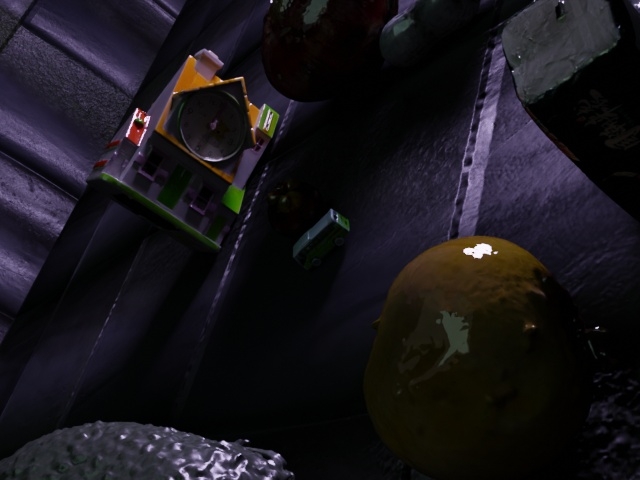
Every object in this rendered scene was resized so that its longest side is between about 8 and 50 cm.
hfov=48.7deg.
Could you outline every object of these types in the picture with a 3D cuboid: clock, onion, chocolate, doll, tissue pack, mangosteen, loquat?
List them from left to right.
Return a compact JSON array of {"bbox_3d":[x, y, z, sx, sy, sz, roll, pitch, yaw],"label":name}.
[{"bbox_3d":[-0.181,0.291,0.669,0.349,0.247,0.247,-16,44,31],"label":"doll"},{"bbox_3d":[-0.217,-0.169,1.231,0.166,0.235,0.310,2,61,59],"label":"clock"},{"bbox_3d":[-0.038,-0.044,0.963,0.081,0.081,0.081,-40,30,29],"label":"mangosteen"},{"bbox_3d":[0.014,-0.327,1.077,0.246,0.190,0.247,-29,54,49],"label":"onion"},{"bbox_3d":[0.146,-0.295,0.949,0.167,0.072,0.072,-36,33,39],"label":"chocolate"},{"bbox_3d":[0.103,0.088,0.500,0.204,0.149,0.172,-44,31,46],"label":"loquat"},{"bbox_3d":[0.211,-0.094,0.496,0.090,0.170,0.103,-35,35,36],"label":"tissue pack"}]

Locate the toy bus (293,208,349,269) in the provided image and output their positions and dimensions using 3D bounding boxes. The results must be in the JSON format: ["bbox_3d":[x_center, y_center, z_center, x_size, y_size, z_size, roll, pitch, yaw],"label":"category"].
[{"bbox_3d":[0.000,0.000,0.895,0.083,0.037,0.031,-43,29,26],"label":"toy bus"}]

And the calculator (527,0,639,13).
[{"bbox_3d":[0.286,-0.219,0.682,0.161,0.021,0.262,-41,30,28],"label":"calculator"}]
